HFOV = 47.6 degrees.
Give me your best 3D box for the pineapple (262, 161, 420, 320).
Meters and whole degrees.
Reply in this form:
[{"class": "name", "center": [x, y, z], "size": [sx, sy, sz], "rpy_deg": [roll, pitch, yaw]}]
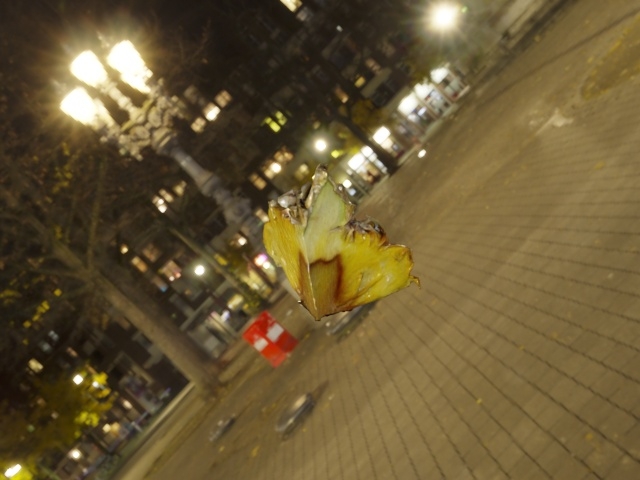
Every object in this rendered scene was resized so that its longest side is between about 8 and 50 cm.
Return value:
[{"class": "pineapple", "center": [0.000, 0.000, 0.456], "size": [0.077, 0.114, 0.114], "rpy_deg": [-57, -30, -28]}]
